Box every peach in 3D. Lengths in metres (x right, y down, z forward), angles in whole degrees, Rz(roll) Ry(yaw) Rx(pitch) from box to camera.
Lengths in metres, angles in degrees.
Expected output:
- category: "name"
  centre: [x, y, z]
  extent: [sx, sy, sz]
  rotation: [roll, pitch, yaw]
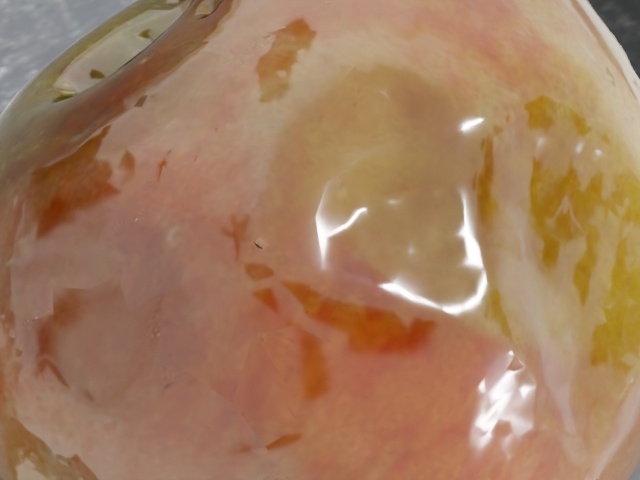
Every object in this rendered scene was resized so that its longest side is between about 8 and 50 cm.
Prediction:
- category: "peach"
  centre: [0.000, 0.000, 0.552]
  extent: [0.214, 0.214, 0.235]
  rotation: [34, 68, -26]
